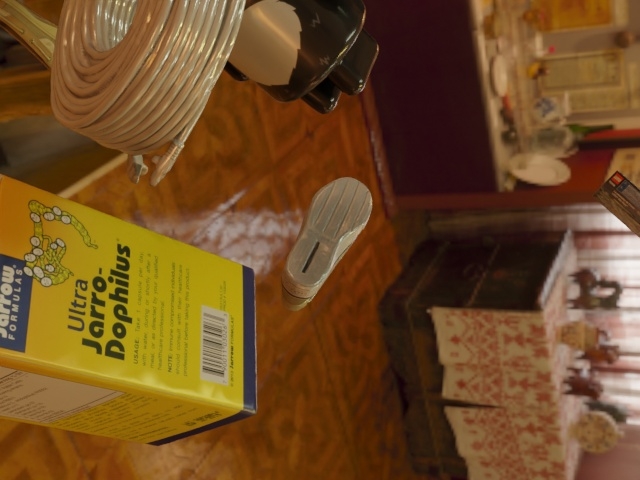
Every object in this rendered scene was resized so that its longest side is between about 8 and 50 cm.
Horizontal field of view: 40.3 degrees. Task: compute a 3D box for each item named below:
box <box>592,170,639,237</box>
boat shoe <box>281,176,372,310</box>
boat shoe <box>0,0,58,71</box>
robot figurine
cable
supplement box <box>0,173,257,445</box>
[{"bbox_3d":[0.348,-0.031,0.961,0.027,0.094,0.137,-47,170,9],"label":"box"},{"bbox_3d":[0.000,0.000,1.579,0.302,0.109,0.094,-56,177,-41],"label":"boat shoe"},{"bbox_3d":[-0.339,-0.237,0.953,0.153,0.056,0.048,31,87,-39],"label":"boat shoe"},{"bbox_3d":[-0.057,-0.283,1.088,0.278,0.209,0.173,39,12,-23],"label":"robot figurine"},{"bbox_3d":[-0.171,-0.212,0.830,0.089,0.257,0.257,16,119,-40],"label":"cable"},{"bbox_3d":[-0.266,0.099,1.000,0.357,0.194,0.195,24,53,-42],"label":"supplement box"}]
